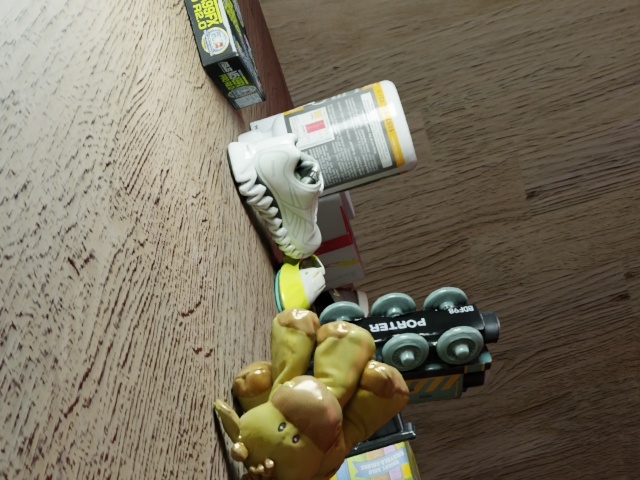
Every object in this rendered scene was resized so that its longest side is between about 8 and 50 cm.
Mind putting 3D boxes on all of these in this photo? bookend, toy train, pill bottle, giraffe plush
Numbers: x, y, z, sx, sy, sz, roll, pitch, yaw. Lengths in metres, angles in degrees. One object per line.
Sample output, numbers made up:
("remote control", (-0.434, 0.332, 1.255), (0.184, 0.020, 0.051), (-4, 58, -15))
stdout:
("bookend", (0.038, 0.220, 1.566), (0.072, 0.157, 0.156), (-12, 86, -86))
("toy train", (0.127, 0.190, 1.820), (0.142, 0.333, 0.190), (-106, -169, -49))
("pill bottle", (0.012, -0.156, 1.884), (0.162, 0.278, 0.162), (-16, 90, -86))
("giraffe plush", (-0.026, 0.181, 1.101), (0.170, 0.181, 0.210), (4, 103, -75))

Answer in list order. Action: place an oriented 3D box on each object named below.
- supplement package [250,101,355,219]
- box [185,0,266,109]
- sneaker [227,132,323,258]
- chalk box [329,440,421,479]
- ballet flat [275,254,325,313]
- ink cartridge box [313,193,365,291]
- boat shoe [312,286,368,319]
("supplement package", (-0.033, -0.133, 2.174), (0.244, 0.139, 0.134), (63, 10, -60))
("box", (-0.166, -0.355, 1.842), (0.270, 0.060, 0.216), (53, 21, -79))
("sneaker", (-0.042, -0.067, 1.768), (0.292, 0.118, 0.110), (56, 14, -56))
("chalk box", (0.093, 0.403, 1.716), (0.213, 0.132, 0.132), (-103, 174, -47))
("ballet flat", (-0.030, 0.065, 1.826), (0.231, 0.077, 0.077), (-89, 163, -76))
("ink cartridge box", (0.000, 0.000, 2.136), (0.176, 0.127, 0.128), (67, 7, -56))
("boat shoe", (0.038, 0.191, 2.116), (0.324, 0.096, 0.117), (-94, -153, -57))
